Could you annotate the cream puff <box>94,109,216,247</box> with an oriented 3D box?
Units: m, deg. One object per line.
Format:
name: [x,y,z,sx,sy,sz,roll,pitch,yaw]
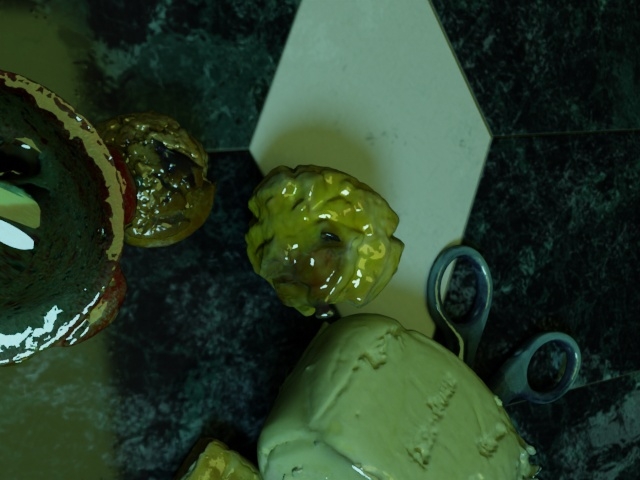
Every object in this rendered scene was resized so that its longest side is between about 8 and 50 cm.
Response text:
cream puff: [-0.157,-0.058,0.784,0.133,0.104,0.119,42,77,-23]

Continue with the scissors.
scissors: [0.154,0.220,1.006,0.256,0.029,0.383,38,72,-21]

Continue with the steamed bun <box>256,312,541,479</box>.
steamed bun: [0.070,0.216,0.866,0.273,0.166,0.232,37,39,-9]

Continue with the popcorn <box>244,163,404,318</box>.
popcorn: [0.000,0.000,0.850,0.167,0.148,0.152,36,28,-22]

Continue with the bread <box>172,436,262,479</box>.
bread: [-0.085,0.253,0.852,0.132,0.053,0.074,47,68,-24]

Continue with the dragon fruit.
dragon fruit: [-0.284,-0.021,0.656,0.295,0.130,0.268,23,97,-11]
